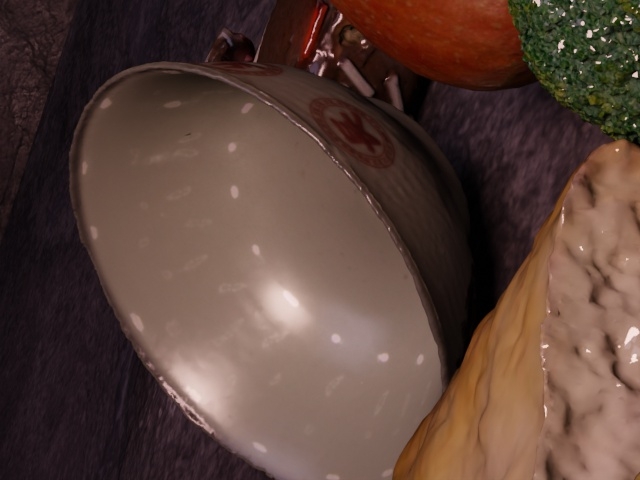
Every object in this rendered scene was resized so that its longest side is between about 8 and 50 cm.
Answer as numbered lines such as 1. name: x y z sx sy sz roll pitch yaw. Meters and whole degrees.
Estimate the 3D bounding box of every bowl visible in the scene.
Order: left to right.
1. bowl: 0.000 0.000 1.289 0.157 0.337 0.337 -36 -2 -35

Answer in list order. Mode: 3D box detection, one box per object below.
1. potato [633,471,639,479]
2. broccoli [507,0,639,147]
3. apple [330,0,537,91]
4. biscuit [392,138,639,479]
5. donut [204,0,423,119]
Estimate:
1. potato: 0.210 0.115 0.753 0.120 0.149 0.081 15 93 67
2. broccoli: 0.205 -0.149 0.919 0.241 0.261 0.269 -52 -23 -12
3. apple: 0.093 -0.257 1.147 0.309 0.250 0.277 -65 -6 1
4. biscuit: 0.085 0.243 0.959 0.446 0.104 0.429 113 166 -55
5. donut: 0.001 -0.148 1.522 0.345 0.136 0.259 -70 23 8
